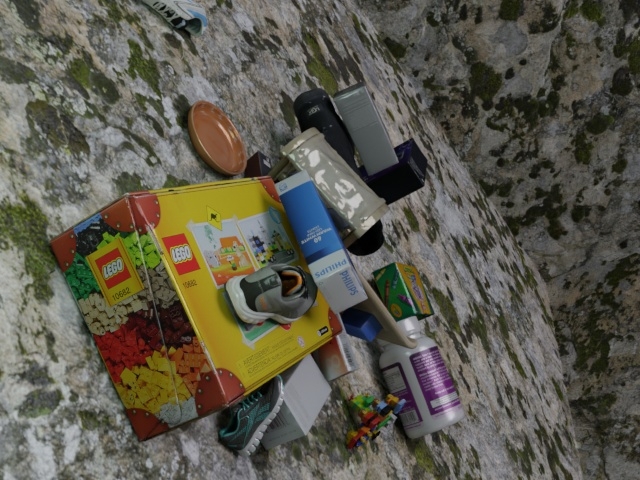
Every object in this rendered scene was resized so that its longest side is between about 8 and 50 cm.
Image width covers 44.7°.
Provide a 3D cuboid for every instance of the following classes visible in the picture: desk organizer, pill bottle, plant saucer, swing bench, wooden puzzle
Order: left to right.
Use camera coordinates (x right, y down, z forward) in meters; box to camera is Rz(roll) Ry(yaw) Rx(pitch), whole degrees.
[{"bbox_3d":[-0.254,-0.241,1.871,0.200,0.037,0.200,45,29,-35],"label":"plant saucer"},{"bbox_3d":[-0.153,-0.162,1.947,0.047,0.050,0.130,35,28,-35],"label":"desk organizer"},{"bbox_3d":[0.009,-0.104,1.783,0.253,0.254,0.165,48,60,1],"label":"swing bench"},{"bbox_3d":[0.021,0.131,1.790,0.080,0.322,0.348,-52,121,-19],"label":"wooden puzzle"},{"bbox_3d":[0.259,0.366,2.107,0.169,0.169,0.302,2,64,-62],"label":"pill bottle"}]

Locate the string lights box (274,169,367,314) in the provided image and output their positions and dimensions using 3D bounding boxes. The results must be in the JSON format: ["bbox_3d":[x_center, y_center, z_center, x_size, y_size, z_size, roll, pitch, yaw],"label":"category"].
[{"bbox_3d":[0.000,0.000,1.527,0.133,0.076,0.260,61,4,-52],"label":"string lights box"}]

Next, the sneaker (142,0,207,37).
[{"bbox_3d":[-0.368,-0.579,1.933,0.237,0.085,0.086,16,59,-54],"label":"sneaker"}]

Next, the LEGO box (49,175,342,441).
[{"bbox_3d":[-0.199,0.094,1.456,0.372,0.193,0.500,65,24,3],"label":"LEGO box"}]

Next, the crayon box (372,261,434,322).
[{"bbox_3d":[0.255,0.162,2.359,0.165,0.081,0.278,68,16,12],"label":"crayon box"}]

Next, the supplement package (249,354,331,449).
[{"bbox_3d":[-0.066,0.325,1.592,0.105,0.105,0.179,59,26,-8],"label":"supplement package"}]

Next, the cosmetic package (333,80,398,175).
[{"bbox_3d":[0.127,-0.314,2.173,0.127,0.107,0.238,-87,155,-73],"label":"cosmetic package"}]

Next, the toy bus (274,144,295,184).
[{"bbox_3d":[-0.079,-0.156,2.042,0.202,0.104,0.191,57,16,-13],"label":"toy bus"}]

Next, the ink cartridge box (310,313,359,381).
[{"bbox_3d":[-0.010,0.244,1.707,0.045,0.179,0.145,-2,67,-49],"label":"ink cartridge box"}]

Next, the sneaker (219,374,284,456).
[{"bbox_3d":[-0.129,0.319,1.450,0.076,0.065,0.166,32,81,-28],"label":"sneaker"}]

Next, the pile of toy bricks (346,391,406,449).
[{"bbox_3d":[0.114,0.411,1.885,0.105,0.118,0.212,36,27,21],"label":"pile of toy bricks"}]

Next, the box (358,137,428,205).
[{"bbox_3d":[0.194,-0.188,2.418,0.103,0.261,0.184,54,25,-18],"label":"box"}]

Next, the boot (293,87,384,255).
[{"bbox_3d":[0.077,-0.156,2.178,0.445,0.146,0.367,66,9,27],"label":"boot"}]

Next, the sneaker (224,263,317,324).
[{"bbox_3d":[-0.058,0.089,1.374,0.100,0.108,0.271,67,20,9],"label":"sneaker"}]
